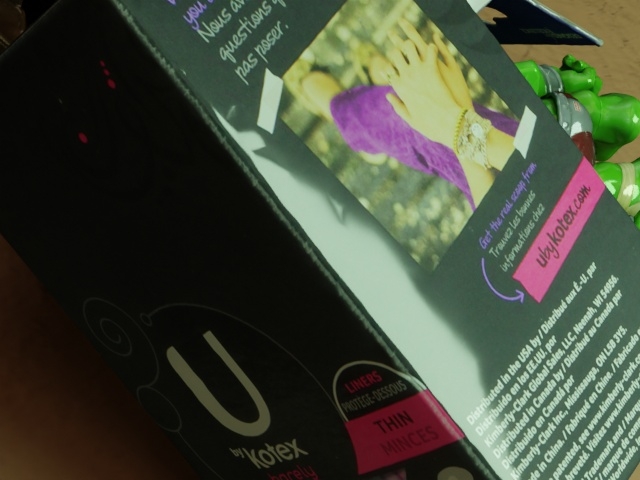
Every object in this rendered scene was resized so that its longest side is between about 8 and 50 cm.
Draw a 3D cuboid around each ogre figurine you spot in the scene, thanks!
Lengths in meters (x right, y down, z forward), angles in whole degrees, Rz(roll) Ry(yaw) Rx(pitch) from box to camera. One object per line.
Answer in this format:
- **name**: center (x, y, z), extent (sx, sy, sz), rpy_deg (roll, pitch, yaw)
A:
- **ogre figurine**: center (0.111, -0.047, 0.797), extent (0.118, 0.097, 0.197), rpy_deg (9, 52, -13)

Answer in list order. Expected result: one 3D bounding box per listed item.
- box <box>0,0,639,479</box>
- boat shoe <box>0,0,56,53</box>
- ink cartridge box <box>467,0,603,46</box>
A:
- **box**: center (0.000, 0.000, 0.618), extent (0.270, 0.165, 0.143), rpy_deg (52, 52, -8)
- **boat shoe**: center (-0.138, -0.108, 0.743), extent (0.257, 0.095, 0.095), rpy_deg (51, 32, 6)
- **ink cartridge box**: center (-0.055, -0.161, 0.760), extent (0.371, 0.176, 0.069), rpy_deg (25, 88, -21)
